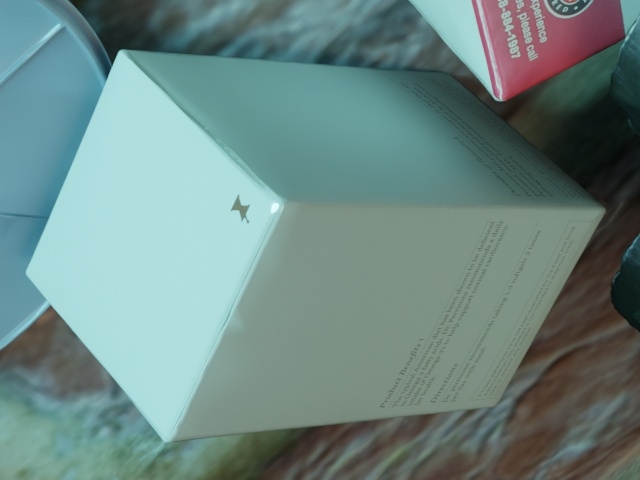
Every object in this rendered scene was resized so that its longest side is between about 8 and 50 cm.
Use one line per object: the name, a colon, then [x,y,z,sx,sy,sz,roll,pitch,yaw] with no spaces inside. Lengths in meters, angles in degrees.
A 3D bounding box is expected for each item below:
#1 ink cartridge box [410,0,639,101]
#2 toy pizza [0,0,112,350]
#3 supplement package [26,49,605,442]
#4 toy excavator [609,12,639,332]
ink cartridge box: [0.129,-0.186,0.705,0.237,0.100,0.172,-28,135,-8]
toy pizza: [-0.167,-0.022,0.710,0.201,0.032,0.201,-18,132,-21]
supplement package: [0.000,0.000,0.753,0.179,0.105,0.105,0,126,-45]
toy excavator: [0.356,-0.037,0.827,0.445,0.222,0.433,-37,152,-15]
